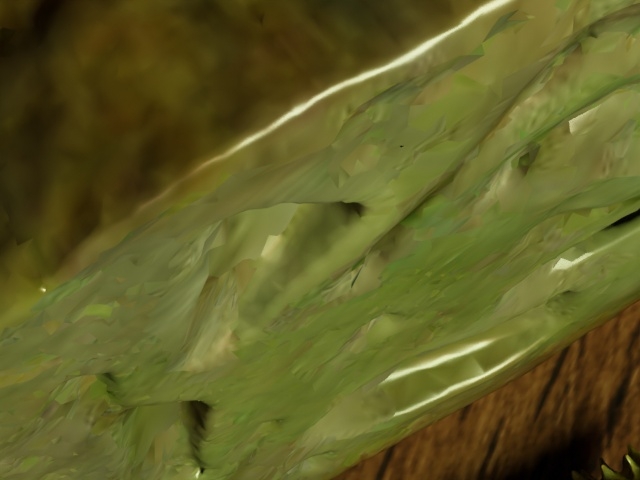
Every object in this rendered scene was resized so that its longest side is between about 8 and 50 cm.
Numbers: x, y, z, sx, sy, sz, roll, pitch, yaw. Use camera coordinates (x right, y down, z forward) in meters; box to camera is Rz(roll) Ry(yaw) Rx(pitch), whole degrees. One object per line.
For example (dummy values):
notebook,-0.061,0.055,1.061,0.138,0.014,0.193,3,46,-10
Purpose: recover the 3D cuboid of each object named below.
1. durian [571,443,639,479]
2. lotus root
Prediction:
durian,0.118,0.194,0.814,0.165,0.132,0.182,-37,140,-39
lotus root,0.000,0.000,0.575,0.390,0.111,0.375,-10,151,-46
